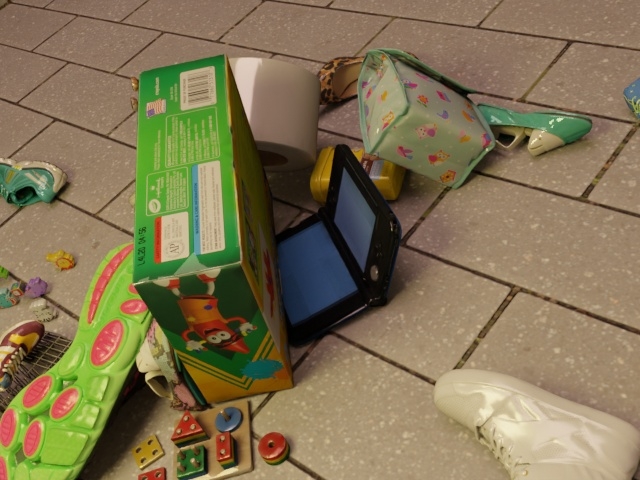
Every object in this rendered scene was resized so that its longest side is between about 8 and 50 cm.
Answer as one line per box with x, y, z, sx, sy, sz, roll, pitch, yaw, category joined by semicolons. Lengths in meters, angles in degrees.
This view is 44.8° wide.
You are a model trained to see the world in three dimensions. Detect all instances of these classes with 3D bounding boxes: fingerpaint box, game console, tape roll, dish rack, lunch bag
-0.176;-0.016;1.290;0.163;0.371;0.444;-11;52;3;fingerpaint box
0.000;0.000;1.404;0.174;0.250;0.293;-6;38;-19;game console
-0.124;-0.248;1.578;0.246;0.246;0.169;-1;80;24;tape roll
-0.570;0.288;1.443;0.208;0.074;0.271;11;51;31;dish rack
0.193;-0.257;1.513;0.160;0.224;0.262;-51;31;34;lunch bag

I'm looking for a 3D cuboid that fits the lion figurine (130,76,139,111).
-0.320;-0.326;1.844;0.240;0.142;0.392;-14;3;-16;lion figurine

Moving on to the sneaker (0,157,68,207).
-0.769;-0.141;1.953;0.276;0.107;0.109;1;57;26;sneaker

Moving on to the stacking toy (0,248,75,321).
-0.648;0.115;1.673;0.221;0.052;0.167;-15;41;13;stacking toy

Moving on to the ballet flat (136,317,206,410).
-0.251;0.206;1.259;0.079;0.221;0.076;-15;40;-2;ballet flat

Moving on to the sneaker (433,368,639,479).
0.258;0.283;1.034;0.293;0.108;0.169;13;51;33;sneaker

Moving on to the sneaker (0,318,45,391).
-0.570;0.226;1.411;0.185;0.069;0.084;-42;52;-14;sneaker

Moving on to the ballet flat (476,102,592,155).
0.399;-0.208;1.505;0.247;0.083;0.087;15;79;35;ballet flat

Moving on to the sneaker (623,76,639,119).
0.618;-0.236;1.431;0.126;0.091;0.240;-4;43;47;sneaker

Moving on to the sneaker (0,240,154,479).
-0.365;0.238;1.329;0.185;0.202;0.482;26;78;26;sneaker

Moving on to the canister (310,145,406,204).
0.079;-0.135;1.570;0.170;0.073;0.126;0;48;23;canister

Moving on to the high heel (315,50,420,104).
0.099;-0.369;1.778;0.261;0.093;0.186;-34;36;-24;high heel

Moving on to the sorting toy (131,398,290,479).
-0.189;0.322;1.246;0.275;0.046;0.132;-18;42;8;sorting toy

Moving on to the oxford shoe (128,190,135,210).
-0.252;-0.166;1.727;0.169;0.130;0.449;-30;16;41;oxford shoe
